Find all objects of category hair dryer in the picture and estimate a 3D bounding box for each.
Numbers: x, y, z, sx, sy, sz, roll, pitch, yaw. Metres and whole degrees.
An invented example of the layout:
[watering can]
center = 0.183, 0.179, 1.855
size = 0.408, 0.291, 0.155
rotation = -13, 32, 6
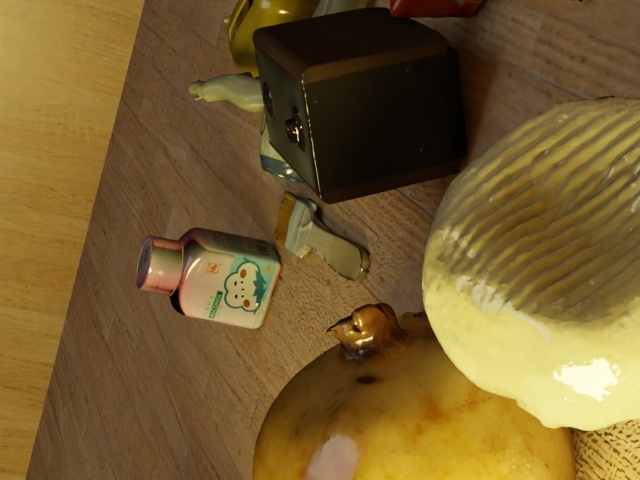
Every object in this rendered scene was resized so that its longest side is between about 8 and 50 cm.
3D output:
[hair dryer]
center = -0.037, -0.258, 1.913
size = 0.296, 0.119, 0.298
rotation = -56, 46, 10

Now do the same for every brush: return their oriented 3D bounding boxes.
[brush]
center = 0.000, 0.000, 1.859
size = 0.336, 0.020, 0.085
rotation = -143, 67, -67

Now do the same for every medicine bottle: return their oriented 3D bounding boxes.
[medicine bottle]
center = -0.165, 0.049, 2.026
size = 0.094, 0.188, 0.119
rotation = -120, 45, -61

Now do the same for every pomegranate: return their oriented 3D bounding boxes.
[pomegranate]
center = 0.080, 0.210, 1.185
size = 0.307, 0.307, 0.307
rotation = -169, 90, -70

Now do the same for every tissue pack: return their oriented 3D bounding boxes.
[tissue pack]
center = -0.063, -0.317, 2.045
size = 0.178, 0.127, 0.123
rotation = 126, 146, -50

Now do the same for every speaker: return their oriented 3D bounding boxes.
[speaker]
center = 0.036, -0.157, 1.561
size = 0.231, 0.192, 0.153
rotation = -129, 28, -65

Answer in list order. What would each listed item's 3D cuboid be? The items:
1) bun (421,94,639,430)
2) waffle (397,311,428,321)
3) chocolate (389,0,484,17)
[bun]
center = 0.202, 0.026, 1.068
size = 0.160, 0.259, 0.259
rotation = 58, -159, -49
[waffle]
center = 0.094, 0.195, 1.456
size = 0.291, 0.051, 0.291
rotation = -171, 90, -68
[chocolate]
center = 0.158, -0.389, 1.523
size = 0.235, 0.108, 0.237
rotation = 129, 145, -51
